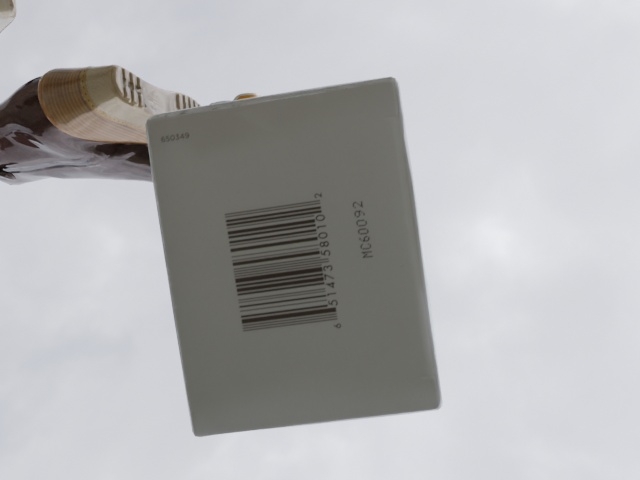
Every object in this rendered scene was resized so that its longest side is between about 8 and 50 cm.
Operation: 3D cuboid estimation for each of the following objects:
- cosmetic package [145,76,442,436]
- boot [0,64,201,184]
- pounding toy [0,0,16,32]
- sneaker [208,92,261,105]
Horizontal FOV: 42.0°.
[{"bbox_3d":[0.000,0.000,0.641,0.155,0.365,0.197,-8,-86,7],"label":"cosmetic package"},{"bbox_3d":[-0.232,-0.096,0.869,0.207,0.248,0.090,-14,-114,21],"label":"boot"},{"bbox_3d":[-0.169,-0.172,0.281,0.094,0.206,0.181,-9,-174,-30],"label":"pounding toy"},{"bbox_3d":[-0.153,-0.133,1.244,0.126,0.321,0.127,-10,-90,-35],"label":"sneaker"}]
